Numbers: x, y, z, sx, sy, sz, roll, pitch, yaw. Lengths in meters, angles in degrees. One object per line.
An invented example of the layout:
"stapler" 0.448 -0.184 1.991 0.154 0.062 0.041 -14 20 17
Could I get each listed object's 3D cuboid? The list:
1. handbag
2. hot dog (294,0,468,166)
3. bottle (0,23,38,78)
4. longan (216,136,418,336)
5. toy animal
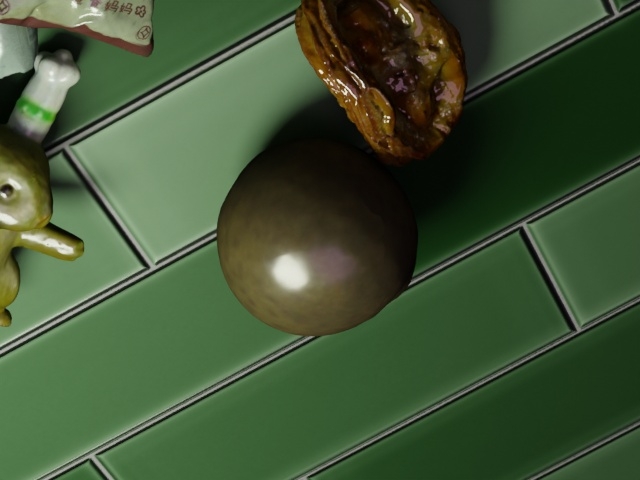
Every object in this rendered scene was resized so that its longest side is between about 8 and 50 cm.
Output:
"handbag" -0.260 -0.325 1.859 0.213 0.127 0.235 8 91 -26
"hot dog" 0.081 -0.206 2.042 0.175 0.114 0.259 -53 128 -16
"bottle" -0.369 -0.310 1.884 0.083 0.083 0.269 -13 120 -6
"longan" 0.000 0.000 2.101 0.258 0.258 0.258 -7 126 -11
"toy animal" -0.378 -0.038 2.005 0.363 0.180 0.181 -52 164 27
